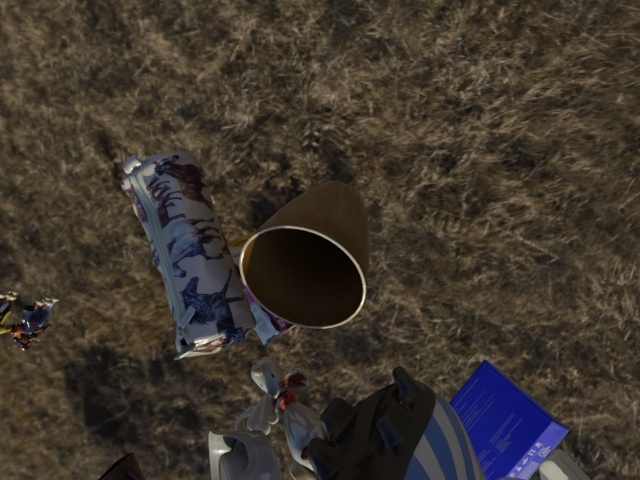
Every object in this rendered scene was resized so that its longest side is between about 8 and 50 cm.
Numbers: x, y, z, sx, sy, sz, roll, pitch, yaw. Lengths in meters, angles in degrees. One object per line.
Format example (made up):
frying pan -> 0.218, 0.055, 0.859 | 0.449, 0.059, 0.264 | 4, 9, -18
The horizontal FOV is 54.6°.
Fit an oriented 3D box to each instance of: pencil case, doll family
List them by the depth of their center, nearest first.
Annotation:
doll family -> -0.534, 0.144, 1.083 | 0.076, 0.193, 0.111 | 22, 87, 31
pencil case -> -0.265, 0.026, 1.231 | 0.160, 0.183, 0.410 | -23, 82, 18

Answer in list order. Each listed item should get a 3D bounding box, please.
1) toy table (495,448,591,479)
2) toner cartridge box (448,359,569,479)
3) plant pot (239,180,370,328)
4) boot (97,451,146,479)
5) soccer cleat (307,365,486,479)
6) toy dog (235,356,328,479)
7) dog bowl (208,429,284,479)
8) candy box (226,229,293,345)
toy table -> 0.343, 0.400, 0.781 | 0.274, 0.252, 0.160 | 38, 134, 15
toner cartridge box -> 0.244, 0.394, 1.066 | 0.347, 0.075, 0.165 | -52, 40, 5
plant pot -> 0.000, 0.000, 1.203 | 0.237, 0.254, 0.237 | 10, 127, 13
boot -> -0.369, 0.535, 1.139 | 0.090, 0.248, 0.206 | -25, 95, 15
soccer cleat -> 0.034, 0.189, 0.291 | 0.116, 0.331, 0.143 | -34, 95, 27
toy dog -> -0.071, 0.404, 1.394 | 0.334, 0.161, 0.220 | 24, 82, 29
dog bowl -> -0.129, 0.521, 1.162 | 0.349, 0.102, 0.348 | 173, 90, -72
candy box -> -0.124, 0.097, 1.394 | 0.071, 0.159, 0.233 | -42, 80, 37
